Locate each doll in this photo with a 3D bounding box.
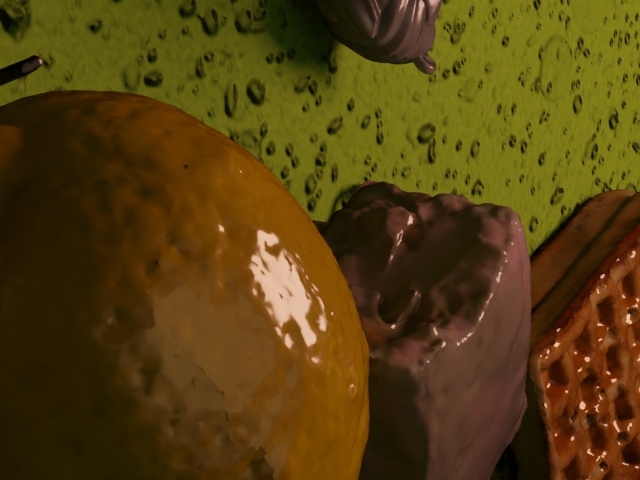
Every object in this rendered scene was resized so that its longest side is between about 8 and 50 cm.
[{"bbox_3d":[0.022,-0.177,1.019,0.180,0.079,0.094,54,25,-26],"label":"doll"}]

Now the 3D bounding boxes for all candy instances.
[{"bbox_3d":[0.043,0.084,0.996,0.185,0.137,0.195,-49,144,-41],"label":"candy"}]

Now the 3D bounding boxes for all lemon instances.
[{"bbox_3d":[-0.094,0.056,0.734,0.288,0.233,0.233,58,48,-31],"label":"lemon"}]

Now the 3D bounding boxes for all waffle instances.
[{"bbox_3d":[0.224,0.106,1.327,0.308,0.091,0.213,-40,126,-45],"label":"waffle"}]

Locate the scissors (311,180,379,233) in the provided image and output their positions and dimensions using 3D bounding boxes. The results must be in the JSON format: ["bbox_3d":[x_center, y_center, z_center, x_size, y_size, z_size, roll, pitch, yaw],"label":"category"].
[{"bbox_3d":[0.000,0.000,1.044,0.176,0.022,0.085,2,97,-58],"label":"scissors"}]

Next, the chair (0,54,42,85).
[{"bbox_3d":[-0.203,-0.025,0.610,0.095,0.221,0.104,33,67,-27],"label":"chair"}]
